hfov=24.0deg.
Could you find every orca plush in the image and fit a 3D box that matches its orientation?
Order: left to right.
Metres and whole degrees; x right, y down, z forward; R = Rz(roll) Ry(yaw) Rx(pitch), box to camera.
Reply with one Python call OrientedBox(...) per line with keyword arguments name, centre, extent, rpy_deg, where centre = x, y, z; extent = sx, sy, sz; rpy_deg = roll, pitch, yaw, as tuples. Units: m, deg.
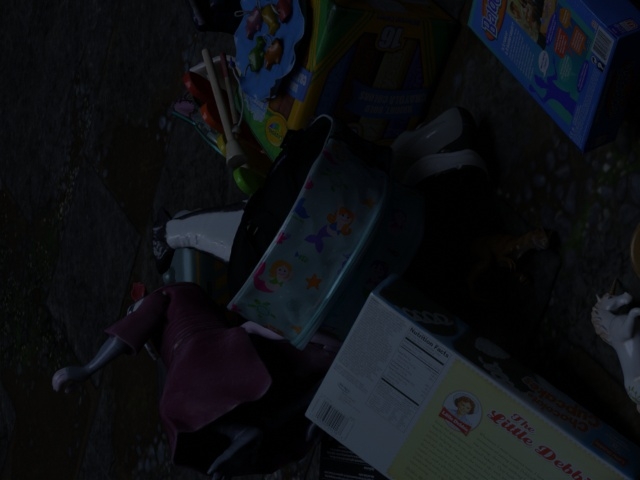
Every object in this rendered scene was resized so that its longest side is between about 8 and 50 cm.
OrientedBox(name="orca plush", centre=(-0.076, 0.021, 1.898), extent=(0.287, 0.102, 0.151), rpy_deg=(-10, 61, 26))

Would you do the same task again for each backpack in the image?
OrientedBox(name="backpack", centre=(0.000, 0.000, 1.647), extent=(0.225, 0.191, 0.253), rpy_deg=(-57, 3, 17))

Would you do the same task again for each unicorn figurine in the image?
OrientedBox(name="unicorn figurine", centre=(0.312, 0.102, 1.469), extent=(0.111, 0.060, 0.162), rpy_deg=(-25, 65, 55))

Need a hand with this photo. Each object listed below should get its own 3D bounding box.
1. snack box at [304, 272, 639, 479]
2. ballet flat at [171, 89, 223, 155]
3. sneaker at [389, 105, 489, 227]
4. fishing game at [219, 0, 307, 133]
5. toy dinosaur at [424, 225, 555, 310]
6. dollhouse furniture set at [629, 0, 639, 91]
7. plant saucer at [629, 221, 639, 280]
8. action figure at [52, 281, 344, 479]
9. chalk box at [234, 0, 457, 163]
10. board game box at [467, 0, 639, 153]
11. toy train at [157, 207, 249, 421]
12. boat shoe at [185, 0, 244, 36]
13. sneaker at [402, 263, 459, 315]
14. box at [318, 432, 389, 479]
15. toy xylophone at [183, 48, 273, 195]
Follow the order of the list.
OrientedBox(name="snack box", centre=(0.155, 0.200, 1.552), extent=(0.322, 0.060, 0.187), rpy_deg=(36, 125, 13))
OrientedBox(name="ballet flat", centre=(-0.161, -0.190, 2.299), extent=(0.079, 0.077, 0.221), rpy_deg=(-59, 35, 6))
OrientedBox(name="sneaker", centre=(0.104, -0.074, 1.821), extent=(0.271, 0.100, 0.108), rpy_deg=(-28, 53, 48))
OrientedBox(name="fishing game", centre=(-0.071, -0.259, 1.833), extent=(0.264, 0.041, 0.189), rpy_deg=(-54, 39, 44))
OrientedBox(name="toy dinosaur", centre=(0.181, 0.018, 1.705), extent=(0.211, 0.064, 0.112), rpy_deg=(1, 80, 41))
OrientedBox(name="dollhouse furniture set", centre=(0.259, -0.246, 1.560), extent=(0.182, 0.101, 0.161), rpy_deg=(28, 110, 57))
OrientedBox(name="plant saucer", centre=(0.332, 0.009, 1.493), extent=(0.083, 0.015, 0.083), rpy_deg=(-11, 77, 58))
OrientedBox(name="action figure", centre=(-0.149, 0.132, 1.852), extent=(0.370, 0.248, 0.276), rpy_deg=(45, 113, 46))
OrientedBox(name="chalk box", centre=(0.014, -0.191, 1.890), extent=(0.180, 0.179, 0.289), rpy_deg=(53, 131, 49))
OrientedBox(name="board game box", centre=(0.234, -0.215, 1.508), extent=(0.210, 0.047, 0.160), rpy_deg=(54, 154, 30))
OrientedBox(name="toy train", centre=(-0.131, 0.113, 2.085), extent=(0.142, 0.190, 0.334), rpy_deg=(-16, 73, 57))
OrientedBox(name="boat shoe", centre=(-0.128, -0.435, 2.177), extent=(0.127, 0.158, 0.341), rpy_deg=(-49, 47, 45))
OrientedBox(name="sneaker", centre=(0.088, 0.087, 1.833), extent=(0.262, 0.099, 0.121), rpy_deg=(-142, 54, -63))
OrientedBox(name="box", centre=(0.103, 0.277, 1.759), extent=(0.261, 0.103, 0.184), rpy_deg=(-4, 79, 59))
OrientedBox(name="toy xylophone", centre=(-0.093, -0.133, 2.035), extent=(0.081, 0.236, 0.323), rpy_deg=(-34, 51, 21))
